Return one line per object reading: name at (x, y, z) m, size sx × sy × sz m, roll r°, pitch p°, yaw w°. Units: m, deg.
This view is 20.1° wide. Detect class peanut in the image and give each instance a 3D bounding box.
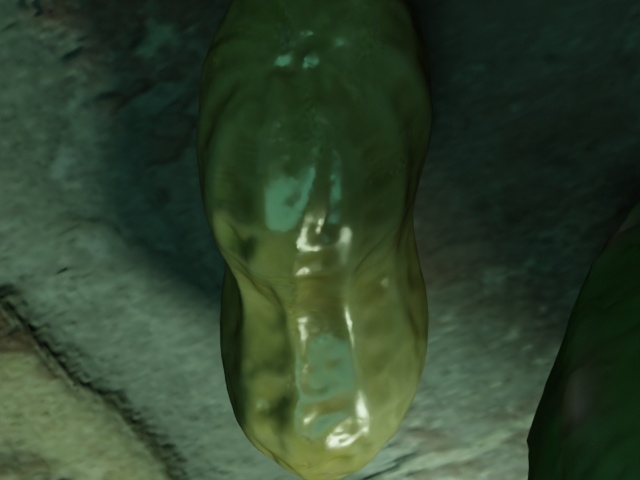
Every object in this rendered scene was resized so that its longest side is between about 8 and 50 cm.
peanut at (0.000, 0.000, 0.859) m, size 0.111 × 0.125 × 0.274 m, roll 2°, pitch 121°, yaw 11°

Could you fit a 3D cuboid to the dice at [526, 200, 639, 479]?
dice at (0.288, 0.115, 0.739) m, size 0.330 × 0.322 × 0.318 m, roll -23°, pitch 113°, yaw 27°
